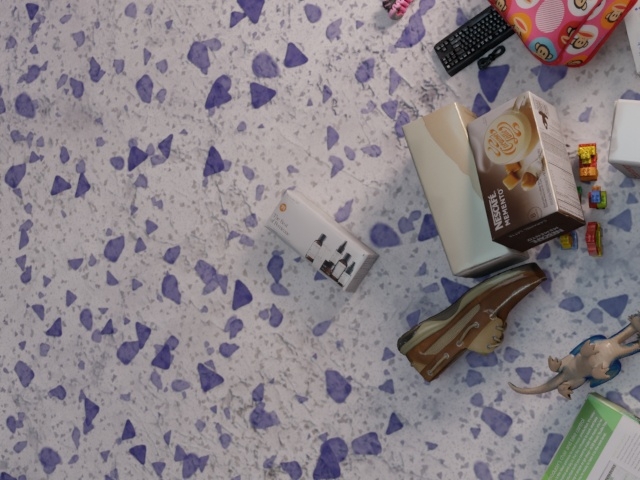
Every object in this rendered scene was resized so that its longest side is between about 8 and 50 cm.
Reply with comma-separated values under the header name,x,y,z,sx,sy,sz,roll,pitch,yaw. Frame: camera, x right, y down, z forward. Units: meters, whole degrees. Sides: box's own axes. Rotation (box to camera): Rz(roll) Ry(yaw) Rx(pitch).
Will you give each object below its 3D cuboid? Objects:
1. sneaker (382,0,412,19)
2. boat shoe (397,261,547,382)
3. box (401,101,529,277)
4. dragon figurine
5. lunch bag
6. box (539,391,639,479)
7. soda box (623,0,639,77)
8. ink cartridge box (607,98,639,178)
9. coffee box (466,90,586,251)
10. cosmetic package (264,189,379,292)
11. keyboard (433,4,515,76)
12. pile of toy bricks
name,x,y,z,sx,sy,sz,roll,pitch,yaw
sneaker,0.173,-0.516,2.041,0.119,0.047,0.057,-47,56,14
boat shoe,0.298,0.160,1.878,0.324,0.122,0.120,-38,75,28
box,0.277,-0.091,1.889,0.121,0.148,0.311,-24,77,23
dragon figurine,0.486,0.222,1.784,0.289,0.144,0.085,-41,69,39
lunch bag,0.438,-0.488,1.794,0.258,0.120,0.293,-57,49,39
box,0.564,0.448,1.742,0.322,0.058,0.232,31,99,25
soda box,0.594,-0.438,1.787,0.098,0.091,0.286,-14,79,25
ink cartridge box,0.644,-0.158,1.675,0.273,0.197,0.114,10,90,28
coffee box,0.366,-0.121,1.773,0.141,0.098,0.246,-27,58,37
cosmetic package,0.000,0.000,2.069,0.239,0.060,0.099,38,102,25
keyboard,0.320,-0.397,1.963,0.180,0.023,0.108,-34,72,22
pile of toy bricks,0.460,-0.076,1.814,0.118,0.105,0.212,-4,83,27
